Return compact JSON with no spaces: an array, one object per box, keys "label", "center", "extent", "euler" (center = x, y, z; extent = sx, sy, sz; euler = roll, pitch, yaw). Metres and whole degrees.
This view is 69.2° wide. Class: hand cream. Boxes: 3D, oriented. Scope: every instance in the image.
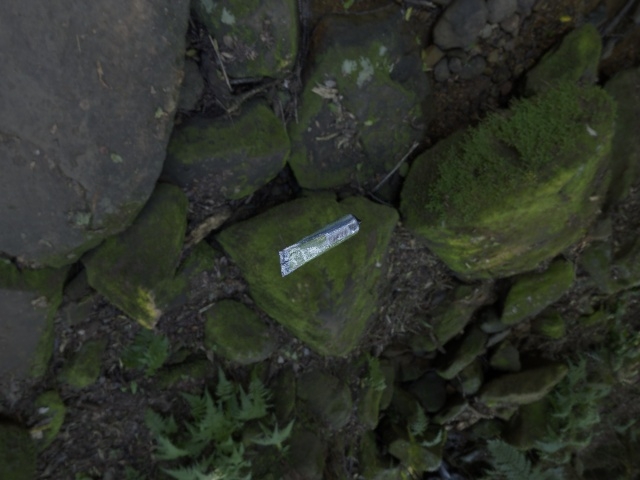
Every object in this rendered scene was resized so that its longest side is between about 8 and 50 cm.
[{"label":"hand cream","center":[0.000,0.000,1.102],"extent":[0.235,0.055,0.086],"euler":[-30,140,-23]}]
